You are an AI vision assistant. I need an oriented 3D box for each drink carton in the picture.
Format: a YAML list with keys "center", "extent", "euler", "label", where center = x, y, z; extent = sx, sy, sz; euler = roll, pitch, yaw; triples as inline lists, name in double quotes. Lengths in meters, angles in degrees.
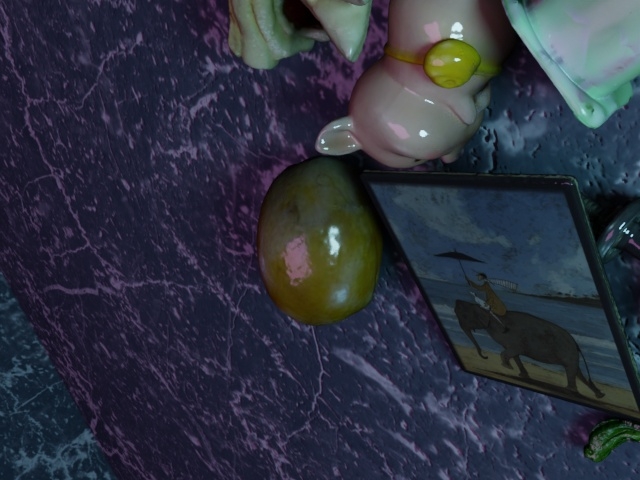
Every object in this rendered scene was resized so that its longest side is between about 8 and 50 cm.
- center: [0.251, -0.198, 0.568]
  extent: [0.144, 0.146, 0.142]
  euler: [55, 133, 3]
  label: "drink carton"

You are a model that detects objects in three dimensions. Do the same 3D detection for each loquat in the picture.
- center: [0.000, 0.000, 0.936]
  extent: [0.179, 0.179, 0.227]
  euler: [16, 118, 40]
  label: "loquat"

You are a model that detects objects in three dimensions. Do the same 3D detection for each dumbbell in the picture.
- center: [0.330, 0.024, 0.664]
  extent: [0.254, 0.110, 0.110]
  euler: [44, 140, 27]
  label: "dumbbell"

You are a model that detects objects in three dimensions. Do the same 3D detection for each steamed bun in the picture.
- center: [0.006, -0.326, 0.680]
  extent: [0.189, 0.247, 0.428]
  euler: [20, 129, 5]
  label: "steamed bun"

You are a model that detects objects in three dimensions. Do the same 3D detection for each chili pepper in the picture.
- center: [0.356, 0.226, 0.823]
  extent: [0.118, 0.035, 0.055]
  euler: [-26, 107, 42]
  label: "chili pepper"

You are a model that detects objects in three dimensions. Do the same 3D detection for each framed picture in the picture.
- center: [0.207, 0.061, 0.794]
  extent: [0.265, 0.016, 0.347]
  euler: [9, 138, 47]
  label: "framed picture"

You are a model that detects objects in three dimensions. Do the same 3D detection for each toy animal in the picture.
- center: [0.114, -0.175, 0.710]
  extent: [0.149, 0.165, 0.248]
  euler: [50, 135, 17]
  label: "toy animal"
